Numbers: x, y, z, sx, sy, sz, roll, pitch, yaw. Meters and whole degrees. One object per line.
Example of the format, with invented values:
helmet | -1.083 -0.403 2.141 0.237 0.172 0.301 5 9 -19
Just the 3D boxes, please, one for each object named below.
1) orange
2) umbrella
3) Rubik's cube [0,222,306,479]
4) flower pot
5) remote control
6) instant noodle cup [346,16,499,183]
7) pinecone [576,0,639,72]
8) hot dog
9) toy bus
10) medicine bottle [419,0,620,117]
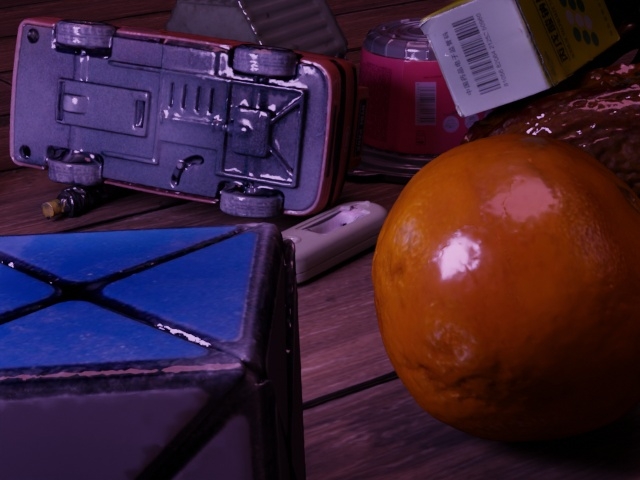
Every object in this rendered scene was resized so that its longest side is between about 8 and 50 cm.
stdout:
orange | 0.171 0.037 1.218 0.261 0.261 0.261 -2 20 1
umbrella | -0.291 -0.058 1.844 0.037 0.040 0.144 35 35 22
Rubik's cube | -0.140 0.149 0.950 0.260 0.255 0.259 -2 21 6
flower pot | -0.106 -0.276 2.175 0.209 0.239 0.189 41 38 16
remote control | 0.000 0.000 1.647 0.078 0.042 0.221 14 25 35
instant noodle cup | 0.150 -0.198 1.975 0.258 0.181 0.302 18 28 42
pinecone | 0.547 -0.311 2.037 0.398 0.397 0.398 -2 20 1
hot dog | 0.359 -0.119 1.743 0.387 0.174 0.267 1 12 7
toy bus | -0.156 -0.156 1.801 0.427 0.203 0.233 11 13 21
medicine bottle | 0.249 -0.262 1.823 0.141 0.137 0.250 -16 11 35
